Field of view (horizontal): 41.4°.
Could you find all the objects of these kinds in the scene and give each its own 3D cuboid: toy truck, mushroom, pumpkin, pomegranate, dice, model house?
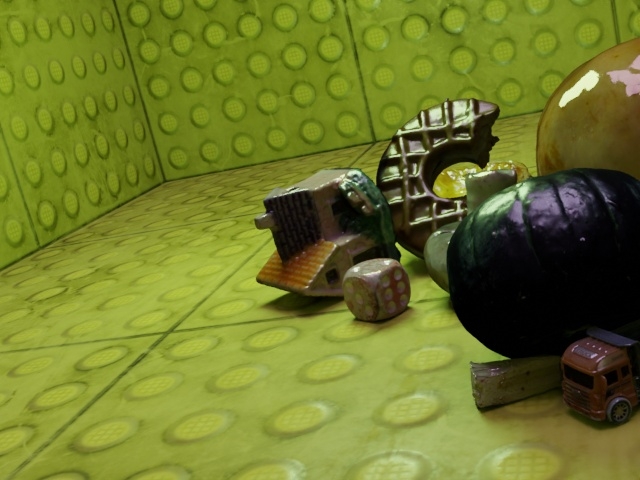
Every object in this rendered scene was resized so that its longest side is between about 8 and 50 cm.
[{"bbox_3d":[0.386,0.146,1.033,0.192,0.092,0.083,-19,16,-18],"label":"toy truck"},{"bbox_3d":[0.293,-0.015,1.483,0.244,0.243,0.243,-13,14,3],"label":"mushroom"},{"bbox_3d":[0.326,0.022,1.156,0.316,0.238,0.315,-9,-29,-5],"label":"pumpkin"},{"bbox_3d":[0.578,-0.147,1.494,0.412,0.411,0.411,-13,14,3],"label":"pomegranate"},{"bbox_3d":[0.101,0.088,1.528,0.094,0.093,0.091,-27,19,-39],"label":"dice"},{"bbox_3d":[0.000,0.000,1.702,0.237,0.236,0.202,-27,25,-29],"label":"model house"}]

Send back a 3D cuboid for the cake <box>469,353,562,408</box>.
[{"bbox_3d":[0.256,0.183,1.104,0.121,0.052,0.065,-9,10,16],"label":"cake"}]

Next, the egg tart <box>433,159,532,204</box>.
[{"bbox_3d":[0.334,-0.084,1.919,0.319,0.128,0.319,-12,18,4],"label":"egg tart"}]

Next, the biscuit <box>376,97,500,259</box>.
[{"bbox_3d":[0.244,-0.122,1.745,0.268,0.366,0.115,-6,-26,19],"label":"biscuit"}]
